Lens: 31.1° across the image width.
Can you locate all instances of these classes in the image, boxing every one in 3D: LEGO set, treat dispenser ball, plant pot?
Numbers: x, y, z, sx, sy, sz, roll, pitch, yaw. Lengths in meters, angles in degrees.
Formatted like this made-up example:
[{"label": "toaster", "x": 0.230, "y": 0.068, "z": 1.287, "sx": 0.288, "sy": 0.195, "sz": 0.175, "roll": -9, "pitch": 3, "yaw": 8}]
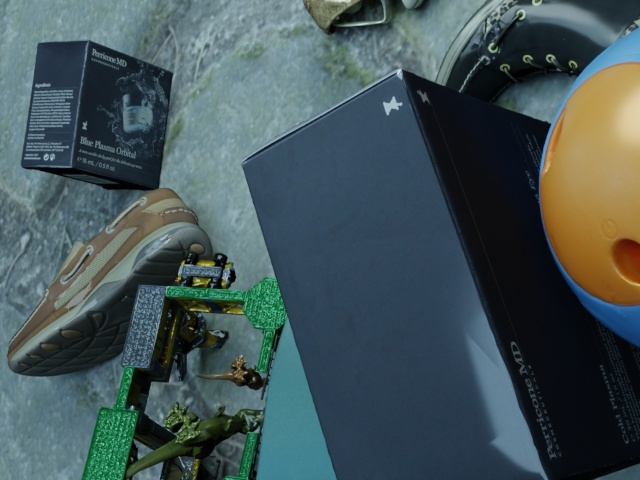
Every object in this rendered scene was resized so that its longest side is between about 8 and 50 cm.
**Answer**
[{"label": "LEGO set", "x": -0.113, "y": 0.198, "z": 1.284, "sx": 0.254, "sy": 0.192, "sz": 0.332, "roll": -5, "pitch": 65, "yaw": 16}, {"label": "treat dispenser ball", "x": 0.320, "y": -0.042, "z": 0.923, "sx": 0.288, "sy": 0.288, "sz": 0.288, "roll": -6, "pitch": 79, "yaw": 34}, {"label": "plant pot", "x": 0.051, "y": 0.150, "z": 1.166, "sx": 0.165, "sy": 0.165, "sz": 0.234, "roll": -9, "pitch": 69, "yaw": 34}]

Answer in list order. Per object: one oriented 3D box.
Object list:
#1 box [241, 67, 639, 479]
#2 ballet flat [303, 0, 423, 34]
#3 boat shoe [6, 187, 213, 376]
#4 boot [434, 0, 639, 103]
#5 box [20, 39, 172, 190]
[{"label": "box", "x": 0.130, "y": 0.060, "z": 1.014, "sx": 0.178, "sy": 0.312, "sz": 0.343, "roll": -27, "pitch": 71, "yaw": 29}, {"label": "ballet flat", "x": 0.076, "y": -0.281, "z": 1.278, "sx": 0.206, "sy": 0.073, "sz": 0.067, "roll": -15, "pitch": 101, "yaw": 35}, {"label": "boat shoe", "x": -0.269, "y": 0.056, "z": 1.433, "sx": 0.324, "sy": 0.123, "sz": 0.116, "roll": -36, "pitch": 57, "yaw": 18}, {"label": "boot", "x": 0.230, "y": -0.173, "z": 1.133, "sx": 0.178, "sy": 0.085, "sz": 0.236, "roll": 44, "pitch": 109, "yaw": 28}, {"label": "box", "x": -0.277, "y": -0.153, "z": 1.437, "sx": 0.093, "sy": 0.156, "sz": 0.158, "roll": 3, "pitch": 84, "yaw": 34}]
